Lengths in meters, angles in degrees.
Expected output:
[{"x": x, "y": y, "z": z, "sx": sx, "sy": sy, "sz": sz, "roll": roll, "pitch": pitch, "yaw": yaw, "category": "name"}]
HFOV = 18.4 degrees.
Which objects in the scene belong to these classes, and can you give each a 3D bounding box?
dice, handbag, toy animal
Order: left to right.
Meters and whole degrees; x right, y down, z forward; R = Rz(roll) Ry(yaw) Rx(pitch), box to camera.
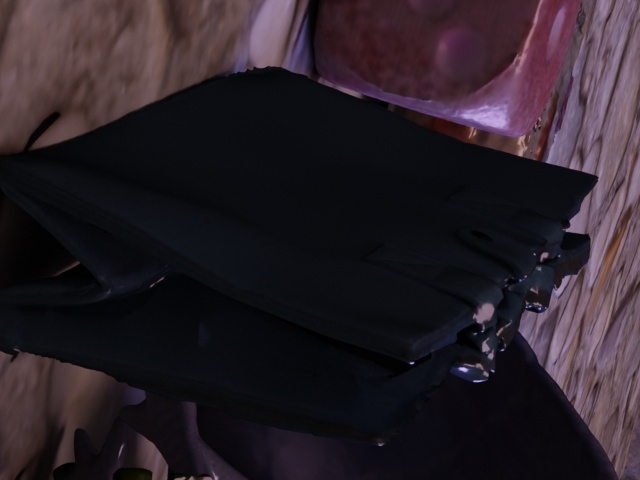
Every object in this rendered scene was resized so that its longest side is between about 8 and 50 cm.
[{"x": -0.006, "y": 0.090, "z": 0.699, "sx": 0.176, "sy": 0.239, "sz": 0.255, "roll": 20, "pitch": 43, "yaw": -49, "category": "toy animal"}, {"x": 0.000, "y": 0.000, "z": 0.627, "sx": 0.221, "sy": 0.144, "sz": 0.057, "roll": -31, "pitch": 135, "yaw": -67, "category": "handbag"}, {"x": 0.054, "y": -0.097, "z": 0.812, "sx": 0.094, "sy": 0.091, "sz": 0.093, "roll": 6, "pitch": 102, "yaw": -74, "category": "dice"}]

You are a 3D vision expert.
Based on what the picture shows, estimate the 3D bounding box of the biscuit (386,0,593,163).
[{"x": 0.066, "y": -0.027, "z": 0.956, "sx": 0.186, "sy": 0.079, "sz": 0.309, "roll": 12, "pitch": 95, "yaw": -79, "category": "biscuit"}]

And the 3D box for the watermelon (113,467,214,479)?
[{"x": -0.089, "y": 0.150, "z": 0.501, "sx": 0.301, "sy": 0.129, "sz": 0.123, "roll": -35, "pitch": 143, "yaw": -45, "category": "watermelon"}]
